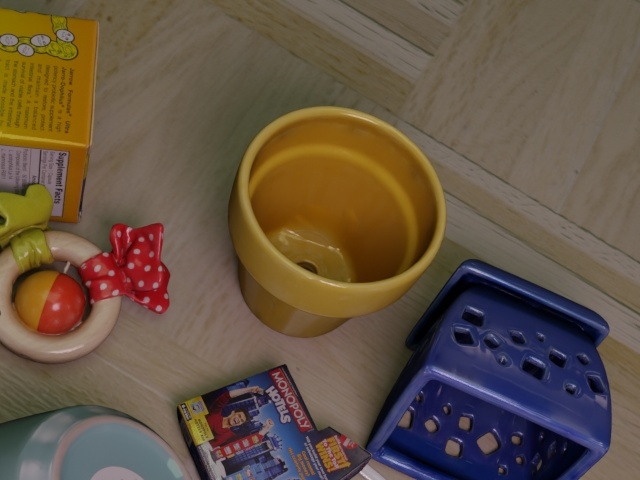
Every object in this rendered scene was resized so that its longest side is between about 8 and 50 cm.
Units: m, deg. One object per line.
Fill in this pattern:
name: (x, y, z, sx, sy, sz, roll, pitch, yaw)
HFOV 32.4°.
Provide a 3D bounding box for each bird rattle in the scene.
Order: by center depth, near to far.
bird rattle: (-0.312, 0.053, 1.348, 0.253, 0.143, 0.207, 26, 69, -17)

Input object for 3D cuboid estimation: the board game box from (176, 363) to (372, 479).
board game box: (-0.049, 0.257, 1.319, 0.194, 0.060, 0.194, -17, 66, -22)

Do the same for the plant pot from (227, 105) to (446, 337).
plant pot: (0.000, 0.000, 1.374, 0.253, 0.239, 0.254, 7, 61, -13)

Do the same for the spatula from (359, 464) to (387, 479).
spatula: (0.099, 0.383, 1.322, 0.242, 0.019, 0.168, 38, 59, 5)

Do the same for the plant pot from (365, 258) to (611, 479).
plant pot: (0.213, 0.174, 1.355, 0.235, 0.236, 0.212, 23, 51, -3)

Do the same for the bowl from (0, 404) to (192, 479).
bowl: (-0.237, 0.290, 1.110, 0.311, 0.163, 0.312, 34, 34, -27)

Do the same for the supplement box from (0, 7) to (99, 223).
supplement box: (-0.461, -0.162, 1.351, 0.356, 0.194, 0.195, 5, 61, -14)
